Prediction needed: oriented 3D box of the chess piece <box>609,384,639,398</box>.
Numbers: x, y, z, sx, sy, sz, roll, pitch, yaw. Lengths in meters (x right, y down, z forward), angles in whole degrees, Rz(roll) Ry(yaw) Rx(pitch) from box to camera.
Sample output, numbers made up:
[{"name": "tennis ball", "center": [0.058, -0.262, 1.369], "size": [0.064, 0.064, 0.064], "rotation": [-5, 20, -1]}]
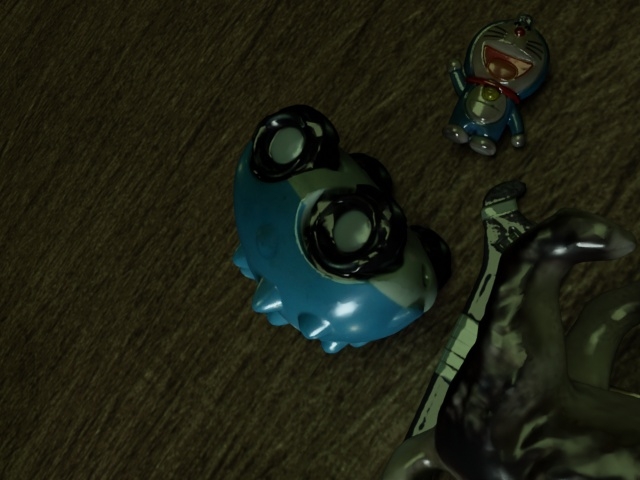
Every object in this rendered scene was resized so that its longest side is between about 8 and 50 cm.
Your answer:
[{"name": "chess piece", "center": [0.250, 0.187, 0.535], "size": [0.066, 0.066, 0.122], "rotation": [18, 87, 29]}]

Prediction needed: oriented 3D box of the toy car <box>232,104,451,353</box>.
[{"name": "toy car", "center": [0.000, 0.000, 0.647], "size": [0.190, 0.188, 0.255], "rotation": [-41, 62, 15]}]

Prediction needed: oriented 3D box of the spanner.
[{"name": "spanner", "center": [0.160, 0.088, 0.634], "size": [0.087, 0.024, 0.316], "rotation": [21, 82, 24]}]

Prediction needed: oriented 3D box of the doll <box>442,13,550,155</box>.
[{"name": "doll", "center": [0.189, -0.171, 0.675], "size": [0.114, 0.085, 0.152], "rotation": [27, 95, 7]}]

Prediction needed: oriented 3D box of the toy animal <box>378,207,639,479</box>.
[{"name": "toy animal", "center": [0.209, 0.197, 0.415], "size": [0.303, 0.194, 0.344], "rotation": [-52, 53, 15]}]
